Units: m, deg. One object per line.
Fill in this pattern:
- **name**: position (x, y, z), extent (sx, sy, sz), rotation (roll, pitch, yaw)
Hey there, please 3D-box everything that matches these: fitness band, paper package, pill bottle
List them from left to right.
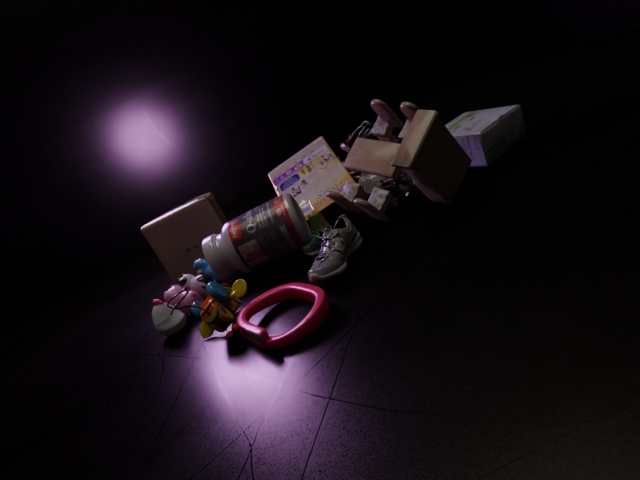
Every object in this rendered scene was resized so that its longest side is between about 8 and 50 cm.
- **paper package**: position (-0.568, -0.009, 1.941), extent (0.325, 0.309, 0.168), rotation (-26, 17, 1)
- **pill bottle**: position (-0.229, -0.007, 1.592), extent (0.363, 0.210, 0.210), rotation (-26, 17, 6)
- **fitness band**: position (-0.097, 0.186, 1.113), extent (0.209, 0.054, 0.291), rotation (-33, 19, -27)

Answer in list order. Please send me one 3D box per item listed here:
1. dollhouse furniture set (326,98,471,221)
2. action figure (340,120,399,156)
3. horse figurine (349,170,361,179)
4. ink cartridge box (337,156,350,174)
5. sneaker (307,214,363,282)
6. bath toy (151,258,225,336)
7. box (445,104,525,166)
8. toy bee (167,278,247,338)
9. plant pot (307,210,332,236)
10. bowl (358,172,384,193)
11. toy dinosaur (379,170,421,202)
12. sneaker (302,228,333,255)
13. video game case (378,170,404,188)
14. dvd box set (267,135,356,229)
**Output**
- **dollhouse furniture set**: position (0.215, -0.266, 1.352), extent (0.394, 0.256, 0.362), rotation (22, 84, 45)
- **action figure**: position (0.204, -0.379, 1.977), extent (0.276, 0.248, 0.370), rotation (-44, 6, -16)
- **horse figurine**: position (0.142, -0.304, 2.139), extent (0.175, 0.066, 0.263), rotation (-9, 27, 33)
- **ink cartridge box**: position (0.080, -0.285, 1.976), extent (0.104, 0.180, 0.060), rotation (-22, 17, 18)
- **sneaker**: position (0.027, 0.023, 1.276), extent (0.105, 0.115, 0.281), rotation (-17, 20, 32)
- **bath toy**: position (-0.478, 0.191, 1.531), extent (0.151, 0.129, 0.348), rotation (-25, 17, 26)
- **box**: position (0.556, -0.374, 1.563), extent (0.262, 0.126, 0.231), rotation (-36, 26, -29)
- **toy bee**: position (-0.290, 0.209, 1.225), extent (0.195, 0.162, 0.298), rotation (-54, -10, 28)
- **plant pot**: position (-0.010, -0.069, 1.661), extent (0.083, 0.079, 0.083), rotation (-25, 18, 9)
- **bowl**: position (0.226, -0.269, 1.883), extent (0.170, 0.080, 0.170), rotation (-24, 17, 8)
- **toy dinosaur**: position (0.314, -0.205, 1.563), extent (0.161, 0.120, 0.313), rotation (-18, 11, -8)
- **sneaker**: position (0.000, 0.000, 1.451), extent (0.167, 0.076, 0.065), rotation (-14, 21, 39)
- **video game case**: position (0.390, -0.282, 1.732), extent (0.285, 0.025, 0.204), rotation (-10, 24, 33)
- **dvd box set**: position (-0.036, -0.242, 1.847), extent (0.308, 0.062, 0.420), rotation (-35, 45, 6)
